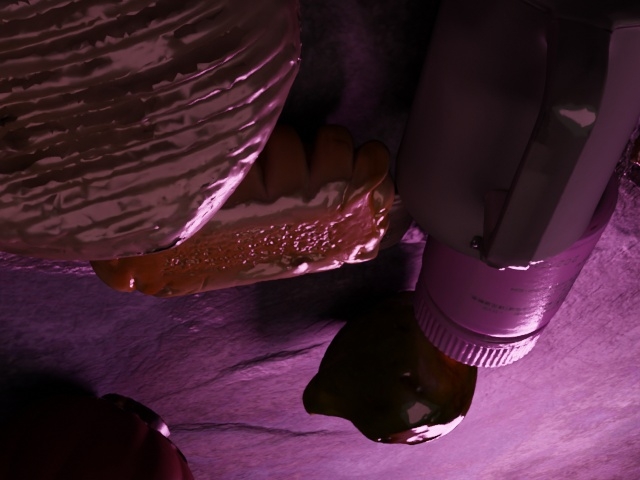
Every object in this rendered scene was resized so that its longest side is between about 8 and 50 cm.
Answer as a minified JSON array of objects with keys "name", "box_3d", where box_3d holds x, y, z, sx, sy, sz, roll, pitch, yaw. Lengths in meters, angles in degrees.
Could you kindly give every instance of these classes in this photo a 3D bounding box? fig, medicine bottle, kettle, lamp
[{"name":"fig","box_3d":[0.070,0.182,1.387,0.275,0.206,0.206,-18,154,39]},{"name":"medicine bottle","box_3d":[0.213,0.007,1.170,0.178,0.178,0.291,-10,147,-12]},{"name":"kettle","box_3d":[0.173,-0.129,0.885,0.265,0.205,0.318,-41,160,-30]},{"name":"lamp","box_3d":[-0.305,0.338,1.341,0.303,0.257,0.303,20,146,14]}]

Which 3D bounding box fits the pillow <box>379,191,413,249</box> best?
[{"name":"pillow","box_3d":[0.000,0.000,1.187,0.232,0.038,0.131,-12,151,-12]}]

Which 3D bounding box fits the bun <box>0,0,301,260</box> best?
[{"name":"bun","box_3d":[-0.180,-0.160,0.690,0.326,0.234,0.362,-35,129,15]}]

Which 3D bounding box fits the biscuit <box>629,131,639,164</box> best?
[{"name":"biscuit","box_3d":[0.465,-0.127,1.198,0.231,0.025,0.131,11,118,-35]}]

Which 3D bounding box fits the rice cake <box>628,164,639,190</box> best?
[{"name":"rice cake","box_3d":[0.484,-0.082,1.289,0.206,0.047,0.036,-3,138,-24]}]

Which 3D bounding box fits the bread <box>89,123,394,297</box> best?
[{"name":"bread","box_3d":[-0.081,-0.037,1.013,0.311,0.121,0.173,-7,144,-13]}]
